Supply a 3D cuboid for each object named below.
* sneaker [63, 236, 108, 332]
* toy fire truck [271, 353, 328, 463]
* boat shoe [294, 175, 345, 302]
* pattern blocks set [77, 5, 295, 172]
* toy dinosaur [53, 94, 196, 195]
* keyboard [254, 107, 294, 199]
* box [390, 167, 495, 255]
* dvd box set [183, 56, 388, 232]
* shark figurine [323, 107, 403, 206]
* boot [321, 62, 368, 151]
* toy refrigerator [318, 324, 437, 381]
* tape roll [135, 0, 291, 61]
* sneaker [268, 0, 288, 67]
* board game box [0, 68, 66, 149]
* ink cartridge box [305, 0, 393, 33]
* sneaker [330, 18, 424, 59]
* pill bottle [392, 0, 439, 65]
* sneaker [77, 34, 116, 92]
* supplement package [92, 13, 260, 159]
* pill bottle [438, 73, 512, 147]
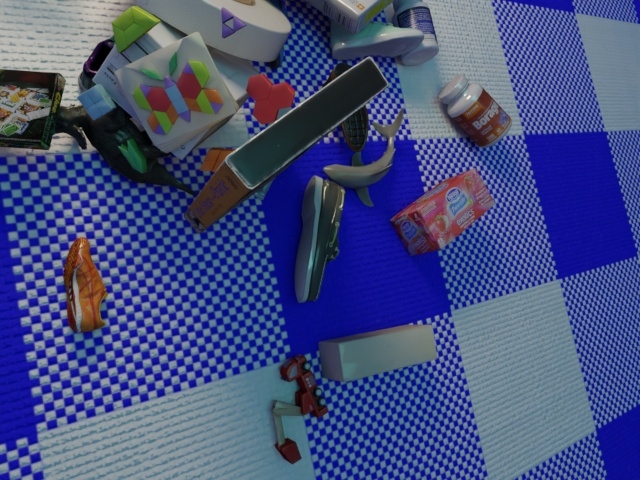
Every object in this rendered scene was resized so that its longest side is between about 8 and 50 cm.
[{"bbox_3d":[-0.436,0.081,0.850,0.067,0.064,0.175,-1,86,-48],"label":"sneaker"},{"bbox_3d":[-0.058,0.364,0.996,0.135,0.047,0.192,-24,92,-28],"label":"toy fire truck"},{"bbox_3d":[0.002,-0.001,1.061,0.091,0.109,0.306,13,71,-20],"label":"boat shoe"},{"bbox_3d":[-0.236,-0.242,0.760,0.285,0.324,0.026,50,23,-18],"label":"pattern blocks set"},{"bbox_3d":[-0.379,-0.190,0.895,0.313,0.160,0.121,39,28,-29],"label":"toy dinosaur"},{"bbox_3d":[-0.116,-0.221,1.097,0.072,0.014,0.256,29,68,-15],"label":"keyboard"},{"bbox_3d":[0.334,-0.078,1.241,0.256,0.128,0.123,-34,97,-28],"label":"box"},{"bbox_3d":[-0.092,-0.151,0.850,0.307,0.420,0.062,-42,100,-24],"label":"dvd box set"},{"bbox_3d":[0.156,-0.206,1.181,0.278,0.116,0.166,-45,104,-25],"label":"shark figurine"},{"bbox_3d":[0.059,-0.325,1.162,0.082,0.106,0.220,-11,91,-25],"label":"boot"},{"bbox_3d":[0.140,0.267,1.088,0.269,0.102,0.095,-5,83,-29],"label":"toy refrigerator"},{"bbox_3d":[-0.241,-0.505,0.922,0.391,0.072,0.392,27,31,-18],"label":"tape roll"},{"bbox_3d":[-0.106,-0.529,1.126,0.082,0.069,0.210,-8,84,-33],"label":"sneaker"},{"bbox_3d":[-0.576,-0.228,0.774,0.259,0.030,0.136,5,79,3],"label":"board game box"},{"bbox_3d":[0.063,-0.712,1.192,0.303,0.072,0.307,37,62,11],"label":"ink cartridge box"},{"bbox_3d":[0.148,-0.580,1.222,0.255,0.094,0.151,-7,81,-6],"label":"sneaker"},{"bbox_3d":[0.268,-0.618,1.316,0.111,0.112,0.187,-10,86,-29],"label":"pill bottle"},{"bbox_3d":[-0.399,-0.387,0.926,0.083,0.098,0.224,35,67,-18],"label":"sneaker"},{"bbox_3d":[-0.259,-0.315,0.892,0.204,0.145,0.262,43,27,-15],"label":"supplement package"},{"bbox_3d":[0.462,-0.391,1.371,0.216,0.121,0.121,39,65,-16],"label":"pill bottle"}]
